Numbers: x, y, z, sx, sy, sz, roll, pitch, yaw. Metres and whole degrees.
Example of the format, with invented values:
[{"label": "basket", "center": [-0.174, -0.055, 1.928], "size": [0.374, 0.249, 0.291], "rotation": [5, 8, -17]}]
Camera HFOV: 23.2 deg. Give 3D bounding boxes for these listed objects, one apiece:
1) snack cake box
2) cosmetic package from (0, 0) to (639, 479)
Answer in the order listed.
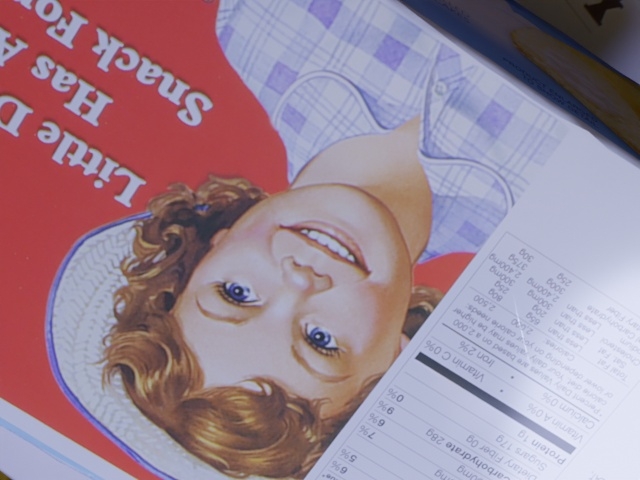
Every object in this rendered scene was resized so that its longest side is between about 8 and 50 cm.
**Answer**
[{"label": "snack cake box", "center": [0.000, 0.000, 0.416], "size": [0.264, 0.089, 0.152], "rotation": [33, 111, -9]}, {"label": "cosmetic package", "center": [-0.099, -0.116, 0.473], "size": [0.284, 0.097, 0.377], "rotation": [-37, 123, 12]}]
